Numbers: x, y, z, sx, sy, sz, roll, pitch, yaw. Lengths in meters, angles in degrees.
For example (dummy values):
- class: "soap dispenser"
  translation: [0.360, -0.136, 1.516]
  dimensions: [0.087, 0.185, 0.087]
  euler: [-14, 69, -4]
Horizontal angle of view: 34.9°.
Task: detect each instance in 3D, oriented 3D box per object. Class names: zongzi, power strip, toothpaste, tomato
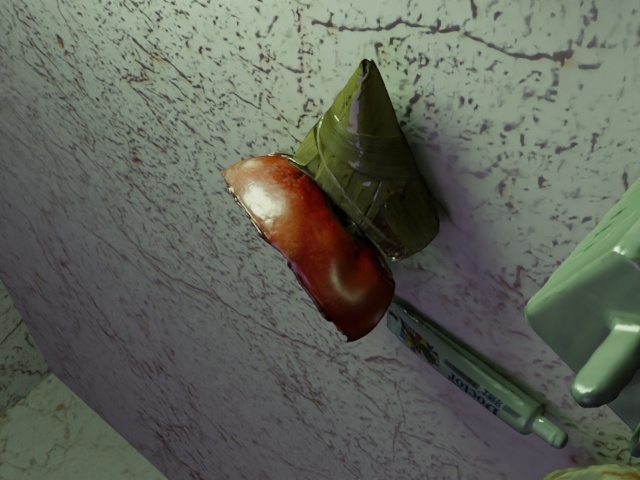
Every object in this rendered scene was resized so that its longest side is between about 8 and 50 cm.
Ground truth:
- class: "zongzi"
  translation: [0.064, -0.068, 0.913]
  dimensions: [0.160, 0.078, 0.176]
  euler: [44, 152, -2]
- class: "power strip"
  translation: [0.226, 0.043, 0.624]
  dimensions: [0.139, 0.224, 0.140]
  euler: [46, 156, 3]
- class: "toothpaste"
  translation: [0.163, 0.146, 1.112]
  dimensions: [0.255, 0.037, 0.067]
  euler: [36, 153, 32]
- class: "tomato"
  translation: [0.004, -0.001, 1.034]
  dimensions: [0.228, 0.101, 0.228]
  euler: [54, -177, -4]

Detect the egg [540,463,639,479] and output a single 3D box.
- class: "egg"
  translation: [0.290, 0.315, 0.966]
  dimensions: [0.233, 0.195, 0.195]
  euler: [34, 152, 33]
